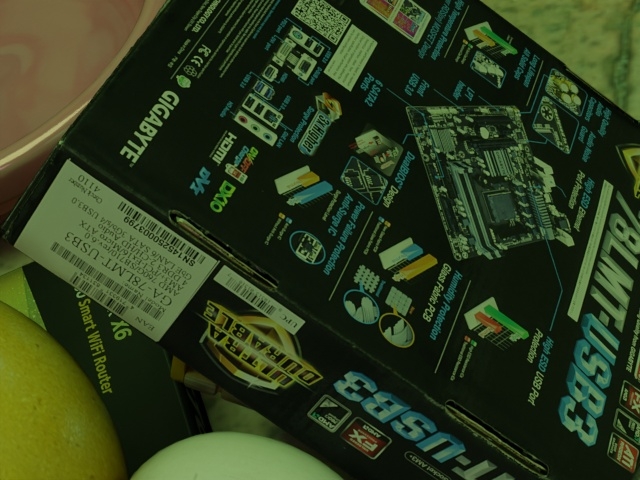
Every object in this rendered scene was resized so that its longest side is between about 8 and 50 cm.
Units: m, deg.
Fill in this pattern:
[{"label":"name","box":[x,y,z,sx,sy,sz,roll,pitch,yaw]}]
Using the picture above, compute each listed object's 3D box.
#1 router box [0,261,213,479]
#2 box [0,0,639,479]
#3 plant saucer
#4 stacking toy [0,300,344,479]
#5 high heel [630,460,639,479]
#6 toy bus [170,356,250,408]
[{"label":"router box","box":[-0.169,0.157,0.887,0.243,0.081,0.309,-24,44,0]},{"label":"box","box":[0.042,-0.019,0.798,0.073,0.293,0.295,-48,10,38]},{"label":"plant saucer","box":[-0.245,-0.116,1.177,0.332,0.084,0.332,-12,45,13]},{"label":"stacking toy","box":[-0.204,0.115,0.729,0.480,0.350,0.350,8,50,5]},{"label":"high heel","box":[0.180,0.116,0.709,0.093,0.186,0.261,37,63,16]},{"label":"toy bus","box":[0.001,0.007,0.886,0.191,0.104,0.202,-8,37,-28]}]
